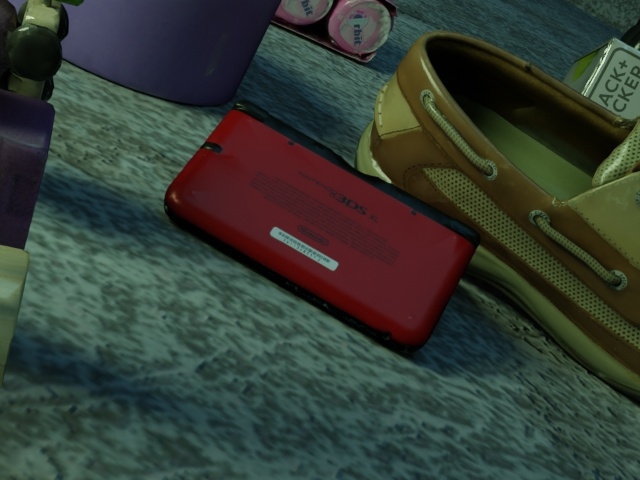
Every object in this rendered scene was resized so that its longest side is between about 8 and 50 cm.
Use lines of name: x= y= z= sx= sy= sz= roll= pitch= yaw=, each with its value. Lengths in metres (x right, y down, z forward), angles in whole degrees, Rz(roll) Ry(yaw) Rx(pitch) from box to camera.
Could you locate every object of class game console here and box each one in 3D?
game console: x=0.000 y=0.000 z=0.656 sx=0.144 sy=0.085 sz=0.124 roll=29 pitch=50 yaw=4

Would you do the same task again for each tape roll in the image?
tape roll: x=-0.123 y=-0.167 z=0.810 sx=0.189 sy=0.080 sz=0.189 roll=26 pitch=20 yaw=-10

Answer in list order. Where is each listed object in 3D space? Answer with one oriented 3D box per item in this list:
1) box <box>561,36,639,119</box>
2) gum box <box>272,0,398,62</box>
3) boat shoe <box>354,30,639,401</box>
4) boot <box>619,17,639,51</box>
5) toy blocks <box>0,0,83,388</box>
box: x=0.343 y=-0.064 z=1.113 sx=0.290 sy=0.087 sz=0.169 roll=28 pitch=2 yaw=1
gum box: x=-0.027 y=-0.230 z=1.124 sx=0.188 sy=0.062 sz=0.107 roll=21 pitch=21 yaw=-20
boat shoe: x=0.165 y=-0.009 z=0.693 sx=0.324 sy=0.120 sz=0.122 roll=28 pitch=49 yaw=14
boot: x=0.471 y=-0.207 z=1.413 sx=0.377 sy=0.284 sz=0.138 roll=14 pitch=24 yaw=-36
toy blocks: x=-0.186 y=-0.144 z=0.367 sx=0.260 sy=0.288 sz=0.309 roll=13 pitch=20 yaw=-14
